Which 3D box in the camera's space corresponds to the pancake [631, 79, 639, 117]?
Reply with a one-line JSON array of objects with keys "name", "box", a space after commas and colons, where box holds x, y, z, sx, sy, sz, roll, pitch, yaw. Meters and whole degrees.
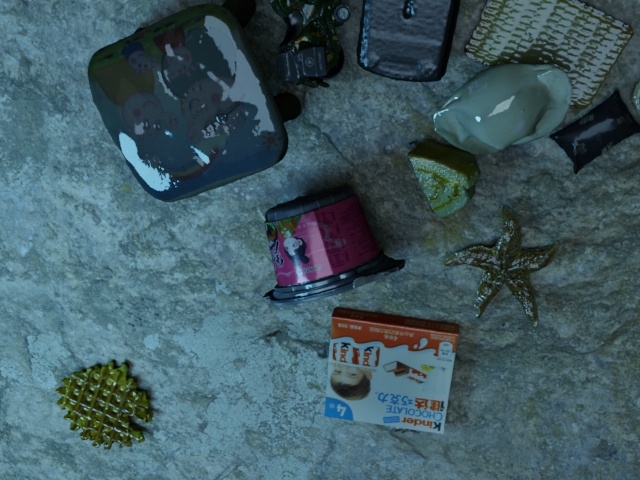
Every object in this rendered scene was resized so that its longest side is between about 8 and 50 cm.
[{"name": "pancake", "box": [0.633, -0.257, 1.555, 0.152, 0.025, 0.151, 4, 117, 8]}]

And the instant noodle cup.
[{"name": "instant noodle cup", "box": [0.000, 0.000, 1.693, 0.302, 0.258, 0.181, -15, 96, 17]}]

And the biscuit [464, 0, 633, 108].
[{"name": "biscuit", "box": [0.401, -0.356, 1.550, 0.254, 0.029, 0.172, 25, 118, -2]}]

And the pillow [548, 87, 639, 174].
[{"name": "pillow", "box": [0.506, -0.197, 1.596, 0.150, 0.048, 0.090, -36, 110, 22]}]

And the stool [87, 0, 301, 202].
[{"name": "stool", "box": [-0.217, -0.268, 1.601, 0.310, 0.226, 0.310, -16, 110, 19]}]

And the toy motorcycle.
[{"name": "toy motorcycle", "box": [-0.046, -0.403, 1.537, 0.187, 0.125, 0.274, -10, 99, -21]}]

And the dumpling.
[{"name": "dumpling", "box": [0.339, -0.229, 1.570, 0.252, 0.131, 0.179, -26, 131, 28]}]

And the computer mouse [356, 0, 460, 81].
[{"name": "computer mouse", "box": [0.158, -0.413, 1.529, 0.170, 0.100, 0.269, 14, 122, 9]}]

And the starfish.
[{"name": "starfish", "box": [0.363, 0.056, 1.736, 0.236, 0.062, 0.277, -13, 114, 17]}]

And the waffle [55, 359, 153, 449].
[{"name": "waffle", "box": [-0.511, 0.394, 2.069, 0.232, 0.051, 0.228, -15, 112, 18]}]

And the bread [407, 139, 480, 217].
[{"name": "bread", "box": [0.240, -0.130, 1.646, 0.110, 0.103, 0.156, -16, 121, 27]}]

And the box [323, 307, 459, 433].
[{"name": "box", "box": [0.150, 0.285, 1.892, 0.273, 0.048, 0.265, 6, 116, 7]}]
